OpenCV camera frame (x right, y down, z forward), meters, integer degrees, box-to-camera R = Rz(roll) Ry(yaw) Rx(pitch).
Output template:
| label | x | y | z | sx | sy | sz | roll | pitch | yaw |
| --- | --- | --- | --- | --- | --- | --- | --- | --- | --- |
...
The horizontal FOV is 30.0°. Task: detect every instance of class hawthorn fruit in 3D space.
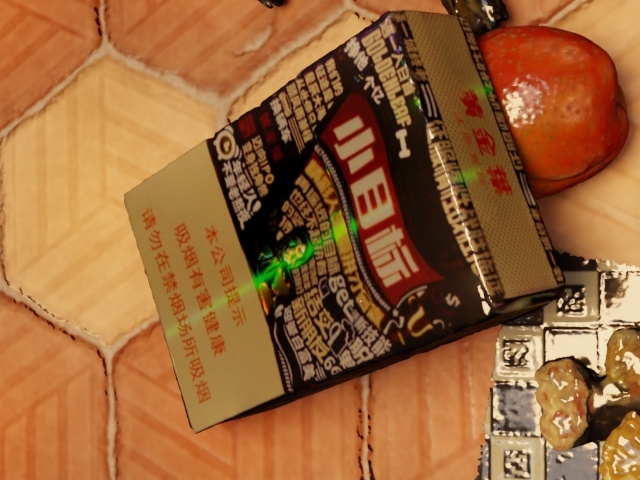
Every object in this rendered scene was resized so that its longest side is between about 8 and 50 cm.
| label | x | y | z | sx | sy | sz | roll | pitch | yaw |
| --- | --- | --- | --- | --- | --- | --- | --- | --- | --- |
| hawthorn fruit | 0.149 | -0.090 | 0.814 | 0.128 | 0.128 | 0.128 | -1 | 86 | 23 |

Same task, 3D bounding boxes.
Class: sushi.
| label | x | y | z | sx | sy | sz | roll | pitch | yaw |
| --- | --- | --- | --- | --- | --- | --- | --- | --- | --- |
| sushi | 0.212 | 0.111 | 0.816 | 0.210 | 0.040 | 0.193 | 9 | 90 | 23 |

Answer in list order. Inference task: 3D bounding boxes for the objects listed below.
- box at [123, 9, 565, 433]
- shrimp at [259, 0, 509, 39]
| label | x | y | z | sx | sy | sz | roll | pitch | yaw |
| --- | --- | --- | --- | --- | --- | --- | --- | --- | --- |
| box | 0.000 | 0.000 | 0.832 | 0.310 | 0.084 | 0.198 | -28 | 75 | 43 |
| shrimp | 0.001 | -0.272 | 0.921 | 0.233 | 0.071 | 0.365 | -39 | 74 | 26 |
